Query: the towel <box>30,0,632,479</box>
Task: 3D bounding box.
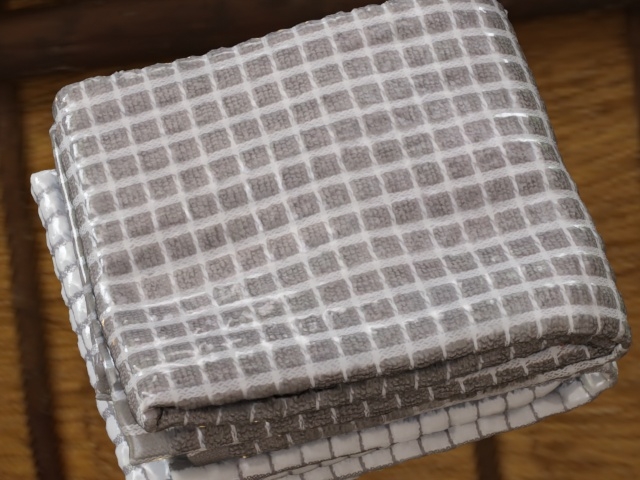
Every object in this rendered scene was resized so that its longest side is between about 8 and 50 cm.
[{"bbox_3d":[0.000,0.000,1.055,0.283,0.121,0.235,-14,-117,-10],"label":"towel"}]
